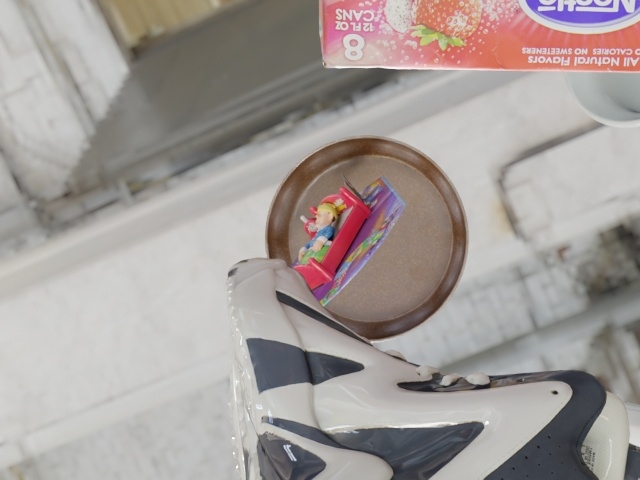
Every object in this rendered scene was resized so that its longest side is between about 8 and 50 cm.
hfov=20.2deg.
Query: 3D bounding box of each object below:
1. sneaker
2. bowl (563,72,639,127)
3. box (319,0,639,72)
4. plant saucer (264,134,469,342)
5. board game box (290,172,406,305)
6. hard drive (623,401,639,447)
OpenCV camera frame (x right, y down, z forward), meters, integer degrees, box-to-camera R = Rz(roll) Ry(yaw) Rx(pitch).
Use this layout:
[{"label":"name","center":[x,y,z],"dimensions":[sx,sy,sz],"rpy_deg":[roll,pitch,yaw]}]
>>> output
[{"label":"sneaker","center":[0.048,0.081,0.726],"dimensions":[0.235,0.153,0.094],"rpy_deg":[-116,22,-60]},{"label":"bowl","center":[0.369,-0.223,1.674],"dimensions":[0.134,0.298,0.298],"rpy_deg":[22,-141,-28]},{"label":"box","center":[0.127,-0.148,0.755],"dimensions":[0.122,0.257,0.128],"rpy_deg":[-87,-3,-65]},{"label":"plant saucer","center":[0.039,-0.002,1.465],"dimensions":[0.029,0.168,0.168],"rpy_deg":[-10,-103,-78]},{"label":"board game box","center":[0.000,0.000,1.358],"dimensions":[0.033,0.133,0.169],"rpy_deg":[42,-175,-13]},{"label":"hard drive","center":[0.332,0.234,1.415],"dimensions":[0.203,0.040,0.307],"rpy_deg":[64,160,-13]}]
